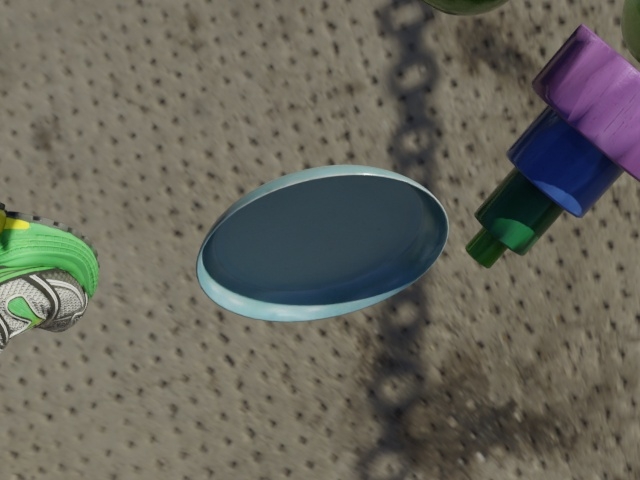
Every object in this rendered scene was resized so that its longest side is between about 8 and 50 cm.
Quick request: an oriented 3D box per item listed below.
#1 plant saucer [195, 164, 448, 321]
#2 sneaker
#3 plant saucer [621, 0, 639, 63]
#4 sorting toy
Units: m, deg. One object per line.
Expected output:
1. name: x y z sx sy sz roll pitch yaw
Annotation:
1. plant saucer: 0.000 0.000 1.775 0.317 0.318 0.044 -18 57 8
2. sneaker: -0.288 0.043 1.157 0.134 0.343 0.146 7 84 16
3. plant saucer: 0.331 -0.211 1.060 0.241 0.037 0.241 -24 36 18
4. sorting toy: -0.024 -0.112 0.574 0.365 0.127 0.126 38 103 -11
